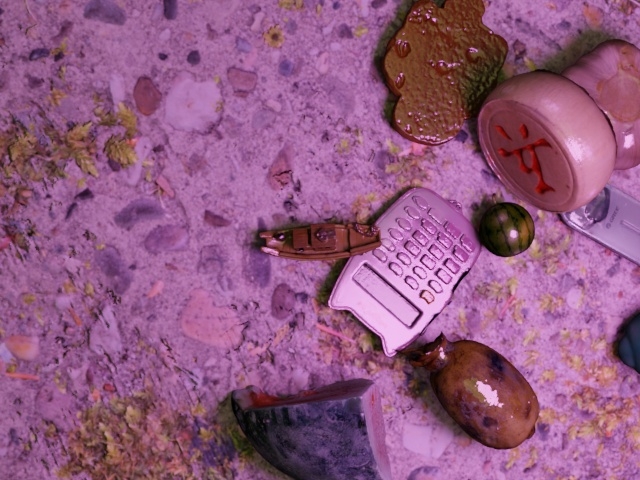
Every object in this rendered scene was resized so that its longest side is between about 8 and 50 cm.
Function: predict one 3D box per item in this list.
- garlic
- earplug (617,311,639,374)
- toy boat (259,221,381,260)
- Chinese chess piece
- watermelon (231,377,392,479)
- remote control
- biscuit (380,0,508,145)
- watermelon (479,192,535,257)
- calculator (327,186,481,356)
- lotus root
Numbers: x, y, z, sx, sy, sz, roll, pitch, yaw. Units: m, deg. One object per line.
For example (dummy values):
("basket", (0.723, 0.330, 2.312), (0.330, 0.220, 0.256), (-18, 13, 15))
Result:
("garlic", (0.511, -0.232, 1.862), (0.227, 0.152, 0.228), (1, 87, -12))
("earplug", (0.674, 0.205, 1.916), (0.280, 0.164, 0.258), (-7, 127, 2))
("toy boat", (0.000, 0.000, 1.804), (0.206, 0.072, 0.065), (-4, 75, 1))
("Chinese chess piece", (0.379, -0.165, 1.793), (0.103, 0.249, 0.250), (-38, 97, -22))
("watermelon", (0.015, 0.287, 1.774), (0.319, 0.290, 0.214), (32, 55, 4))
("remote control", (0.536, -0.031, 1.920), (0.247, 0.052, 0.104), (29, 85, -8))
("biscuit", (0.212, -0.308, 1.868), (0.208, 0.041, 0.290), (22, 86, -10))
("watermelon", (0.325, -0.023, 1.865), (0.108, 0.109, 0.109), (0, 91, -9))
("calculator", (0.153, 0.046, 1.867), (0.194, 0.043, 0.294), (41, 81, -7))
("lotus root", (0.261, 0.246, 1.832), (0.278, 0.154, 0.154), (41, 85, -4))
